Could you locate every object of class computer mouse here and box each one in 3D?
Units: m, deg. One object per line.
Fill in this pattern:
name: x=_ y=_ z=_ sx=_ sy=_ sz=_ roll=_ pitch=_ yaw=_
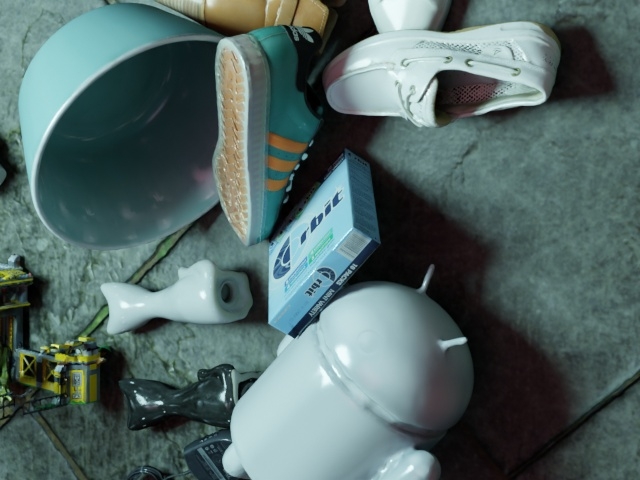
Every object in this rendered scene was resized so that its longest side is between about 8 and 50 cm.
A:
computer mouse: x=-0.174 y=0.300 z=1.665 sx=0.242 sy=0.041 sz=0.071 roll=-26 pitch=103 yaw=32

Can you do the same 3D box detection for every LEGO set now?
LEGO set: x=-0.443 y=0.118 z=1.627 sx=0.255 sy=0.331 sz=0.192 roll=10 pitch=101 yaw=45

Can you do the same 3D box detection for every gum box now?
gum box: x=0.000 y=0.000 z=1.452 sx=0.041 sy=0.184 sz=0.157 roll=32 pitch=116 yaw=-19

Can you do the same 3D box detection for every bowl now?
bowl: x=-0.230 y=-0.155 z=1.496 sx=0.163 sy=0.312 sz=0.311 roll=49 pitch=116 yaw=33

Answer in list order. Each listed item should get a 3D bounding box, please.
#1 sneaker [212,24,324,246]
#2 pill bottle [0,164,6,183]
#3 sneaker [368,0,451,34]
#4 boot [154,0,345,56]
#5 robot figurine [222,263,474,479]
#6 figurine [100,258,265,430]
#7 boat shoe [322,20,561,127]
sneaker: x=-0.052 y=-0.117 z=1.470 sx=0.108 sy=0.121 sz=0.302 roll=54 pitch=152 yaw=36
pill bottle: x=-0.496 y=-0.132 z=1.719 sx=0.086 sy=0.086 sz=0.152 roll=-44 pitch=79 yaw=25
sneaker: x=0.084 y=-0.350 z=1.385 sx=0.106 sy=0.123 sz=0.290 roll=5 pitch=102 yaw=23
boot: x=-0.052 y=-0.365 z=1.461 sx=0.220 sy=0.109 sz=0.283 roll=21 pitch=88 yaw=10
robot figurine: x=0.035 y=0.186 z=1.449 sx=0.353 sy=0.200 sz=0.300 roll=-49 pitch=48 yaw=24
figurine: x=-0.185 y=0.138 z=1.617 sx=0.210 sy=0.092 sz=0.214 roll=-10 pitch=93 yaw=31
boat shoe: x=0.122 y=-0.171 z=1.390 sx=0.277 sy=0.098 sz=0.096 roll=-7 pitch=51 yaw=27
